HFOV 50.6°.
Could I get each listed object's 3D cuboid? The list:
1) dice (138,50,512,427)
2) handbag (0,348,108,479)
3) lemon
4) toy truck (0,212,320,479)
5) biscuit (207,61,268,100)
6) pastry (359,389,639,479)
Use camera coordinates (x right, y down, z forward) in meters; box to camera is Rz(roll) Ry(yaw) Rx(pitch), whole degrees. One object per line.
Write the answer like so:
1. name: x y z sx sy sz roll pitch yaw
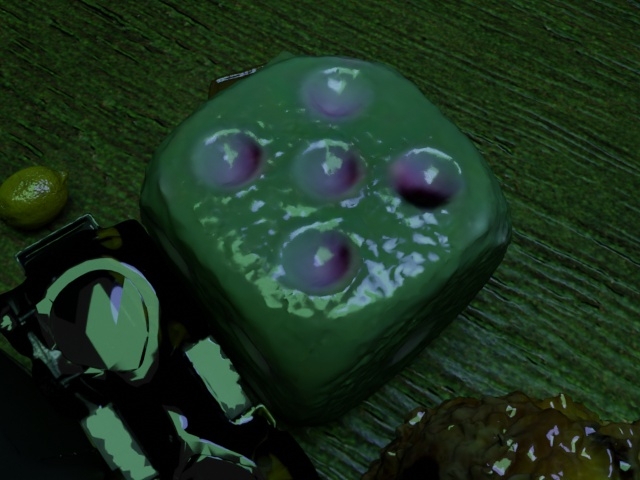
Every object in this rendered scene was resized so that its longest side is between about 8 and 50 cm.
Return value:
1. dice: 0.000 0.000 0.801 0.318 0.322 0.330 -36 68 -19
2. handbag: -0.422 0.238 0.712 0.288 0.152 0.342 43 42 22
3. lemon: -0.399 -0.062 0.947 0.111 0.082 0.082 -37 70 -16
4. toy truck: -0.178 0.172 0.747 0.181 0.254 0.405 -34 83 -17
5. biscuit: -0.076 -0.191 1.062 0.182 0.034 0.215 -21 65 -14
6. pastry: 0.158 0.328 0.642 0.292 0.337 0.405 14 90 -16
